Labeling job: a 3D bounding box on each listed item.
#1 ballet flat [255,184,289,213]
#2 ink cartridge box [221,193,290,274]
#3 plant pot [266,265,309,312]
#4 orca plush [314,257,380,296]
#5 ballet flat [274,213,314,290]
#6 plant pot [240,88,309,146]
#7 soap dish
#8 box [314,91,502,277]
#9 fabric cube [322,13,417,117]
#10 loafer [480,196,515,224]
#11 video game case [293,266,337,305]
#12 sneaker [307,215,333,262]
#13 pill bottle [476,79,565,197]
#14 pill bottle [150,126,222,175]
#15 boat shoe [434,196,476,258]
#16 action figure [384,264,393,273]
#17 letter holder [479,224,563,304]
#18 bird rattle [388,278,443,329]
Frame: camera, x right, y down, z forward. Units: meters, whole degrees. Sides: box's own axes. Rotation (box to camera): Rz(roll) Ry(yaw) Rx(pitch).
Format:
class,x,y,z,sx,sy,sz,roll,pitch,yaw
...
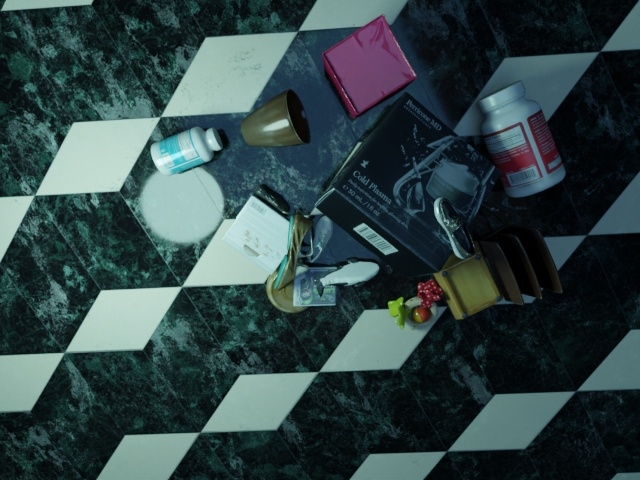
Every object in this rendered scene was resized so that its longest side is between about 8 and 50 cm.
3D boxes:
class,x,y,z,sx,sy,sz,roll,pitch,yaw
ballet flat,-0.204,-0.175,1.904,0.173,0.057,0.049,39,141,-6
ink cartridge box,-0.247,-0.024,1.924,0.275,0.060,0.239,36,101,-7
plant pot,-0.127,0.219,1.986,0.237,0.032,0.236,0,102,2
orca plush,0.120,0.179,1.934,0.287,0.151,0.102,-27,143,-17
ballet flat,-0.099,0.062,1.863,0.124,0.116,0.342,13,97,-10
plant pot,-0.191,-0.461,1.772,0.231,0.215,0.215,-13,102,19
soap dish,0.635,0.181,1.915,0.229,0.118,0.290,-27,101,7
box,0.322,-0.191,1.679,0.480,0.297,0.471,37,74,-6
fabric cube,0.178,-0.642,1.681,0.259,0.258,0.254,-30,99,7
loafer,0.709,-0.132,1.865,0.220,0.080,0.078,26,101,-4
video game case,-0.022,0.202,1.956,0.191,0.022,0.173,0,97,-13
sneaker,0.000,0.000,1.905,0.080,0.094,0.212,19,102,-1
pill bottle,0.770,-0.394,1.733,0.229,0.229,0.407,-25,100,6
pill bottle,-0.539,-0.371,1.813,0.264,0.146,0.146,-19,101,5
boat shoe,0.461,-0.045,1.502,0.080,0.076,0.228,-21,90,-17
action figure,0.380,0.028,1.883,0.276,0.141,0.164,-25,93,-18
letter holder,0.830,0.105,1.828,0.152,0.214,0.301,-29,101,-10
bird rattle,0.433,0.294,1.961,0.254,0.143,0.207,-33,120,4
